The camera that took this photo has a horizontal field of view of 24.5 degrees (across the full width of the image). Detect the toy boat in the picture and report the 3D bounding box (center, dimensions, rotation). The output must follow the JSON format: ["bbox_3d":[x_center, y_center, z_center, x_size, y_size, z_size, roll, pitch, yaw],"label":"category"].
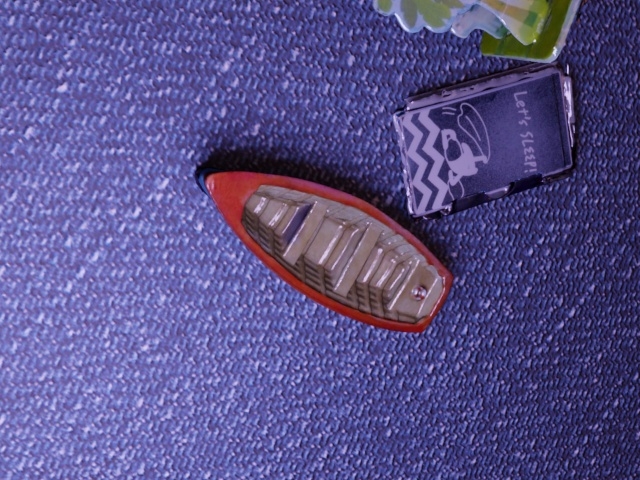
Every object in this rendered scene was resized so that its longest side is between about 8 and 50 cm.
[{"bbox_3d":[0.000,0.000,1.775,0.392,0.079,0.136,29,91,-33],"label":"toy boat"}]

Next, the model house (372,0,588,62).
[{"bbox_3d":[0.166,-0.405,1.710,0.313,0.242,0.357,21,95,-16],"label":"model house"}]

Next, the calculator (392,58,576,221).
[{"bbox_3d":[0.219,-0.130,1.893,0.274,0.028,0.165,-17,108,-27],"label":"calculator"}]
